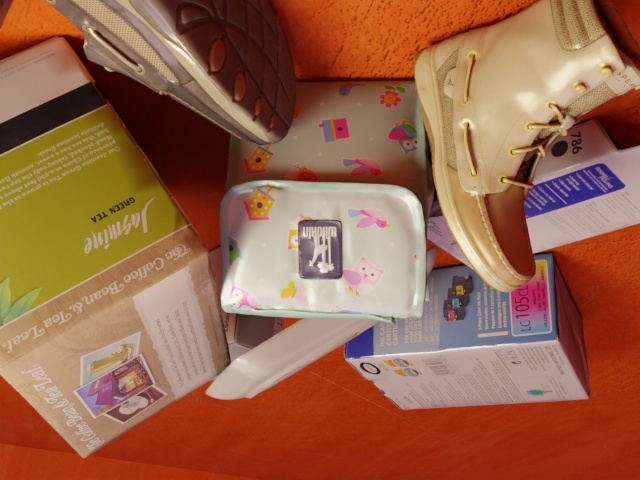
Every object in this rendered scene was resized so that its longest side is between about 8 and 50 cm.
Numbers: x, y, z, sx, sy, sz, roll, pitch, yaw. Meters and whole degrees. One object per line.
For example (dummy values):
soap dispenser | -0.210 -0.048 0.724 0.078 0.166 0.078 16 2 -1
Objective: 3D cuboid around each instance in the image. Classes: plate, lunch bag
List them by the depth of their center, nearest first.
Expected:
lunch bag | 0.010 -0.037 0.894 0.223 0.262 0.160 2 152 7
plate | 0.000 0.119 1.021 0.278 0.045 0.277 -28 171 -21

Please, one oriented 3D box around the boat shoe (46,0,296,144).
boat shoe | -0.154 -0.215 0.758 0.130 0.132 0.355 -5 143 38

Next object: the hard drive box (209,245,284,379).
hard drive box | -0.161 0.113 1.283 0.089 0.181 0.232 27 145 -35

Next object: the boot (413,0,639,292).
boot | 0.208 -0.099 0.768 0.203 0.262 0.095 -22 163 36

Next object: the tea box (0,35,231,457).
tea box | -0.279 0.022 0.926 0.220 0.324 0.329 -30 157 -16

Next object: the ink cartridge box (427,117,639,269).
ink cartridge box | 0.288 -0.056 1.025 0.332 0.065 0.165 -18 144 38

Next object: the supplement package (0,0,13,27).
supplement package | -0.415 -0.209 0.735 0.244 0.139 0.134 -15 138 23

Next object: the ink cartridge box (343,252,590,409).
ink cartridge box | 0.213 0.165 1.352 0.395 0.151 0.270 -10 148 23

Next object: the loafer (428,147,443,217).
loafer | 0.196 -0.094 0.934 0.087 0.094 0.251 17 148 -20
